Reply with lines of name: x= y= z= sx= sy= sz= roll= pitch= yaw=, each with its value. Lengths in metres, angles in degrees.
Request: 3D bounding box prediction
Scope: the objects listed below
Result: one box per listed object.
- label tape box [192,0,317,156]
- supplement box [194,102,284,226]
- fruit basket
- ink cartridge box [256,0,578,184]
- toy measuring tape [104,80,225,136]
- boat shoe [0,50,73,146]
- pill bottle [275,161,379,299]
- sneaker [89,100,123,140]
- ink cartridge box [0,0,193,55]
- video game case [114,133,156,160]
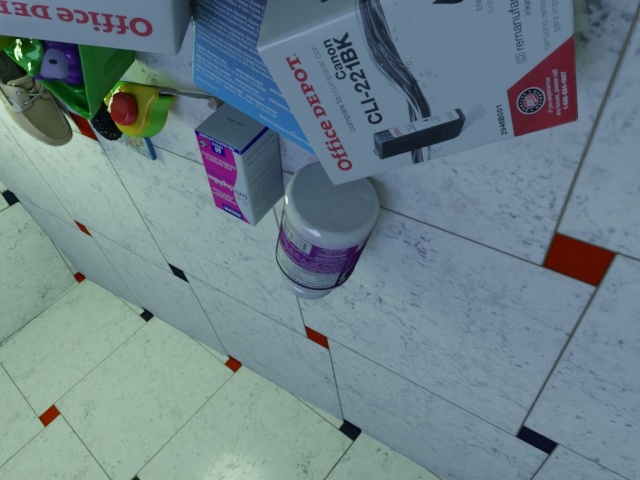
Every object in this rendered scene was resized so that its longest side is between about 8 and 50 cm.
label tape box: x=-0.036 y=-0.311 z=0.626 sx=0.249 sy=0.115 sz=0.347 roll=33 pitch=140 yaw=11
supplement box: x=-0.154 y=-0.150 z=0.975 sx=0.111 sy=0.114 sz=0.220 roll=27 pitch=149 yaw=19
fruit basket: x=-0.526 y=-0.380 z=0.826 sx=0.283 sy=0.392 sz=0.392 roll=39 pitch=150 yaw=2
ink cartridge box: x=0.100 y=-0.190 z=0.503 sx=0.273 sy=0.114 sz=0.197 roll=-12 pitch=138 yaw=21
toy measuring tape: x=-0.334 y=-0.262 z=1.019 sx=0.330 sy=0.121 sz=0.121 roll=17 pitch=143 yaw=26
boat shoe: x=-0.823 y=-0.412 z=1.346 sx=0.110 sy=0.121 sz=0.341 roll=-9 pitch=124 yaw=53
pill bottle: x=0.000 y=0.000 z=0.951 sx=0.169 sy=0.169 sz=0.301 roll=34 pitch=150 yaw=10
sneaker: x=-0.560 y=-0.353 z=1.184 sx=0.086 sy=0.085 sz=0.237 roll=34 pitch=156 yaw=59
ink cartridge box: x=-0.289 y=-0.423 z=0.506 sx=0.286 sy=0.166 sz=0.394 roll=5 pitch=140 yaw=-7
video game case: x=-0.509 y=-0.284 z=1.279 sx=0.166 sy=0.015 sz=0.119 roll=27 pitch=148 yaw=21
